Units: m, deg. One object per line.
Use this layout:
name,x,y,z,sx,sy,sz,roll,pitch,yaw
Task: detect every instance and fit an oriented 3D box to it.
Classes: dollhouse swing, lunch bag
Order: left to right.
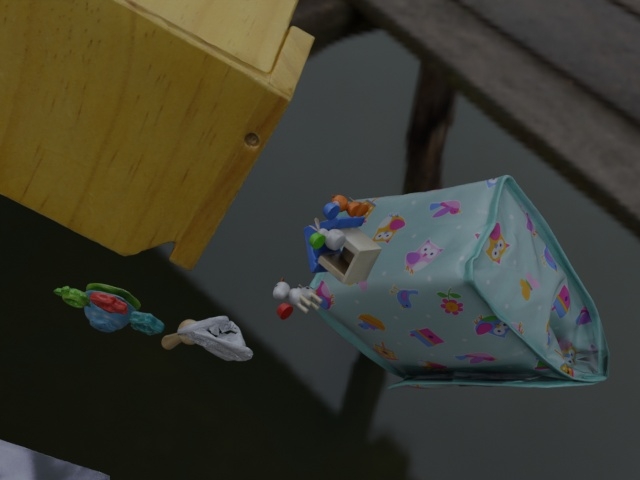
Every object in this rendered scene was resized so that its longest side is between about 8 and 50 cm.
dollhouse swing,-0.211,-0.217,1.549,0.346,0.315,0.305,27,23,-10
lunch bag,0.152,0.074,1.497,0.223,0.262,0.160,-6,48,40

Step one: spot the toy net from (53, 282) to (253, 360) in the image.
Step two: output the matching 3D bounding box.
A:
toy net,-0.181,0.084,1.642,0.232,0.122,0.045,10,65,21

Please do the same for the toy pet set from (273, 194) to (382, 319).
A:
toy pet set,0.000,0.000,1.315,0.065,0.122,0.114,40,27,30

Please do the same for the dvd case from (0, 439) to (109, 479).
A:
dvd case,-0.290,0.227,1.183,0.221,0.018,0.165,21,43,-15
